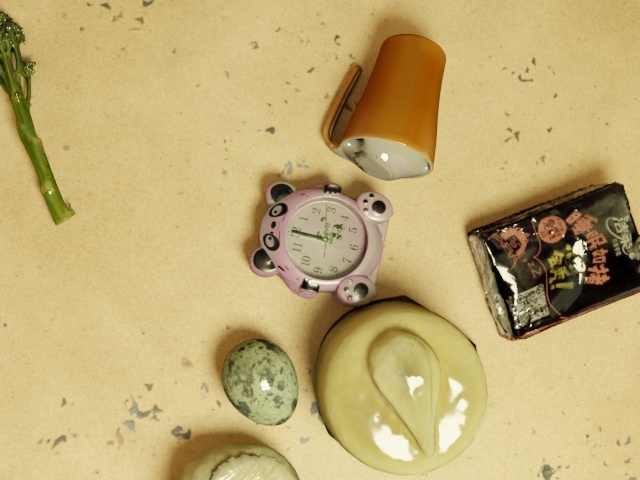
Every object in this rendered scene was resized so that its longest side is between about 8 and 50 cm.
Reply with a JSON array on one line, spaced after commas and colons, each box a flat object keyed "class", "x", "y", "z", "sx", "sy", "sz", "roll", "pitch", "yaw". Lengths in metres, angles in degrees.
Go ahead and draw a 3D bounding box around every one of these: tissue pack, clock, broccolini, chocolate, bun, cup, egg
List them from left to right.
[{"class": "broccolini", "x": -0.521, "y": -0.222, "z": 1.152, "sx": 0.074, "sy": 0.079, "sz": 0.392, "roll": -21, "pitch": 98, "yaw": -21}, {"class": "bun", "x": -0.148, "y": 0.472, "z": 1.121, "sx": 0.239, "sy": 0.141, "sz": 0.239, "roll": -3, "pitch": 95, "yaw": -28}, {"class": "egg", "x": -0.106, "y": 0.261, "z": 1.150, "sx": 0.132, "sy": 0.132, "sz": 0.172, "roll": -32, "pitch": 104, "yaw": -11}, {"class": "clock", "x": 0.000, "y": 0.000, "z": 1.200, "sx": 0.248, "sy": 0.090, "sz": 0.227, "roll": 14, "pitch": 79, "yaw": -5}, {"class": "cup", "x": 0.130, "y": -0.254, "z": 1.222, "sx": 0.226, "sy": 0.182, "sz": 0.263, "roll": 10, "pitch": 76, "yaw": 22}, {"class": "chocolate", "x": 0.151, "y": 0.271, "z": 1.117, "sx": 0.326, "sy": 0.297, "sz": 0.314, "roll": 37, "pitch": 86, "yaw": -6}, {"class": "tissue pack", "x": 0.483, "y": 0.042, "z": 1.278, "sx": 0.333, "sy": 0.123, "sz": 0.244, "roll": -21, "pitch": 96, "yaw": -8}]
